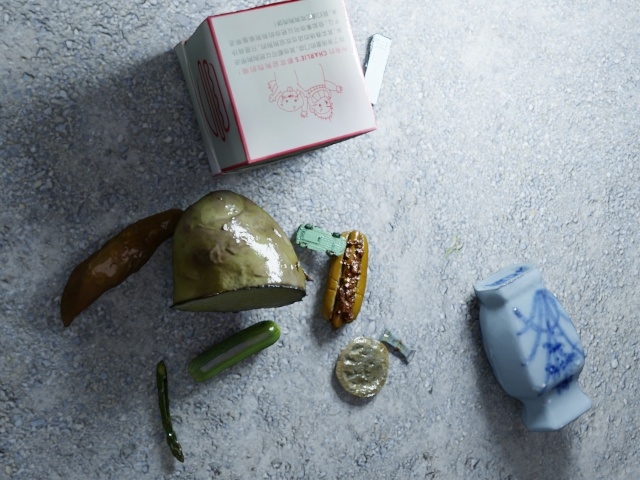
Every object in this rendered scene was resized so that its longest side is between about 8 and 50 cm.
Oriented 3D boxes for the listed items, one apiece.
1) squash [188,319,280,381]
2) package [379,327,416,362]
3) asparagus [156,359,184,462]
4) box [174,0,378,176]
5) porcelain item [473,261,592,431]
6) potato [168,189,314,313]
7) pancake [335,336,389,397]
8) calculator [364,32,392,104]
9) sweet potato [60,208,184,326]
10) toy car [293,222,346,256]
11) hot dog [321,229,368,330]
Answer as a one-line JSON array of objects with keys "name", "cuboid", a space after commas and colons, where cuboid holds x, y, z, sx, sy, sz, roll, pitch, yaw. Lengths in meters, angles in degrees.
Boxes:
[{"name": "squash", "cuboid": [-0.193, 0.248, 1.729, 0.229, 0.066, 0.066, -28, 100, -18]}, {"name": "package", "cuboid": [0.193, 0.262, 1.900, 0.110, 0.015, 0.037, 38, 73, -18]}, {"name": "asparagus", "cuboid": [-0.340, 0.385, 1.694, 0.034, 0.027, 0.235, -10, 94, -9]}, {"name": "box", "cuboid": [-0.099, -0.328, 1.627, 0.315, 0.300, 0.312, -18, 96, -19]}, {"name": "porcelain item", "cuboid": [0.542, 0.271, 1.944, 0.243, 0.178, 0.405, -26, 100, -19]}, {"name": "potato", "cuboid": [-0.182, 0.018, 1.646, 0.301, 0.289, 0.237, -10, 75, 10]}, {"name": "pancake", "cuboid": [0.107, 0.310, 1.863, 0.152, 0.025, 0.151, 0, 90, -20]}, {"name": "calculator", "cuboid": [0.133, -0.420, 1.864, 0.057, 0.018, 0.171, 13, 86, -19]}, {"name": "sweet potato", "cuboid": [-0.431, 0.040, 1.616, 0.354, 0.095, 0.106, -43, 145, -11]}, {"name": "toy car", "cuboid": [0.000, 0.000, 1.794, 0.122, 0.035, 0.059, 17, 81, -3]}, {"name": "hot dog", "cuboid": [0.066, 0.097, 1.817, 0.102, 0.076, 0.249, 15, 84, -24]}]
